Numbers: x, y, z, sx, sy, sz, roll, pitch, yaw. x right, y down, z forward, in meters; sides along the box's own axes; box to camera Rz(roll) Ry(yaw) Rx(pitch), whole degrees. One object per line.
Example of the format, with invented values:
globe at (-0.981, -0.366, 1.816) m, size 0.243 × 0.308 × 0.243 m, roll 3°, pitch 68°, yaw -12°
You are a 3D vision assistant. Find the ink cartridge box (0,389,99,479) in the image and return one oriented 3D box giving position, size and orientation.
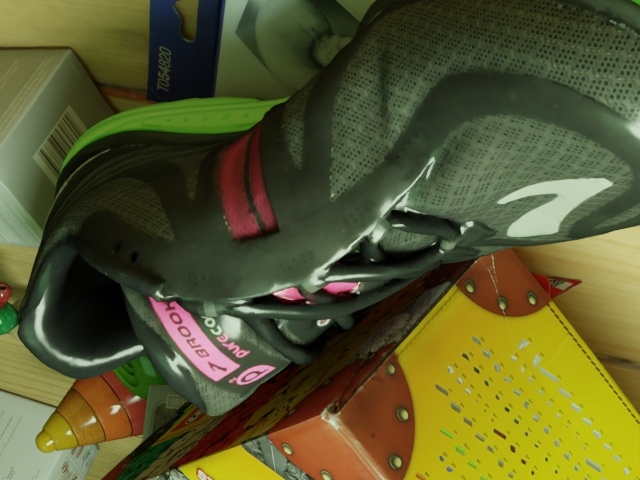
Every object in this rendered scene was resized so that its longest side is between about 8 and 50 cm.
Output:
ink cartridge box at (-0.515, 0.369, 1.447) m, size 0.272 × 0.309 × 0.130 m, roll 15°, pitch 148°, yaw 14°

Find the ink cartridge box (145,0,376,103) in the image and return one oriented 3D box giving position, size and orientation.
ink cartridge box at (-0.015, -0.104, 0.645) m, size 0.224 × 0.045 × 0.223 m, roll 22°, pitch 149°, yaw 3°

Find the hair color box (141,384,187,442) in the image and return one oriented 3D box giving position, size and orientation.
hair color box at (-0.075, 0.269, 1.109) m, size 0.185 × 0.113 × 0.374 m, roll 3°, pitch 155°, yaw 2°

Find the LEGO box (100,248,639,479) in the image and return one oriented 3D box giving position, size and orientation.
LEGO box at (0.109, 0.292, 0.726) m, size 0.500 × 0.193 × 0.372 m, roll 52°, pitch 141°, yaw -4°

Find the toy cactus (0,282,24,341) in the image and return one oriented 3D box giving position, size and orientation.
toy cactus at (-0.358, 0.073, 1.103) m, size 0.181 × 0.112 × 0.219 m, roll 10°, pitch 163°, yaw -27°

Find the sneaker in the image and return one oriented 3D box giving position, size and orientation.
sneaker at (0.000, 0.000, 0.553) m, size 0.483 × 0.202 × 0.185 m, roll -17°, pitch 132°, yaw 45°

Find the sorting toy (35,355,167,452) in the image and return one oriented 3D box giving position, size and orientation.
sorting toy at (-0.241, 0.151, 1.073) m, size 0.127 × 0.126 × 0.365 m, roll 51°, pitch 151°, yaw 11°

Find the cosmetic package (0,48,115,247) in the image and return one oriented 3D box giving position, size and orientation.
cosmetic package at (-0.290, -0.076, 0.794) m, size 0.238 × 0.127 × 0.107 m, roll 5°, pitch 144°, yaw 30°

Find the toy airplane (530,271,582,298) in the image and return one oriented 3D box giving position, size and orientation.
toy airplane at (0.124, 0.034, 0.783) m, size 0.151 × 0.028 × 0.151 m, roll 17°, pitch 147°, yaw 11°
